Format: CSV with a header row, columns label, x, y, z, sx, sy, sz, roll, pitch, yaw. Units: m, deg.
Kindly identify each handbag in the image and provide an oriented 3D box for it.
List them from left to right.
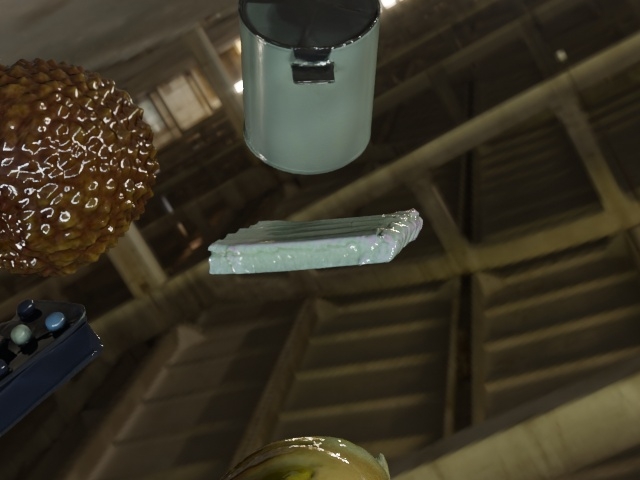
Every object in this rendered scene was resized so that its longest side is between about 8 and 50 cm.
label,x,y,z,sx,sy,sz,roll,pitch,yaw
handbag,-0.549,0.213,1.647,0.269,0.118,0.325,3,-146,44

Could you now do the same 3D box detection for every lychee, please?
label,x,y,z,sx,sy,sz,roll,pitch,yaw
lychee,-0.324,-0.094,1.165,0.267,0.268,0.267,-29,-169,6

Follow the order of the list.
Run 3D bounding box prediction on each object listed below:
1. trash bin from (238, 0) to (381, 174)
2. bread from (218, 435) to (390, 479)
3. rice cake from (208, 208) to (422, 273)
label,x,y,z,sx,sy,sz,roll,pitch,yaw
trash bin,-0.020,-0.269,1.592,0.217,0.263,0.277,-1,-131,-3
bread,-0.065,0.306,0.869,0.333,0.160,0.333,-58,-176,6
rice cake,0.000,0.000,1.023,0.198,0.037,0.189,-6,-172,16
